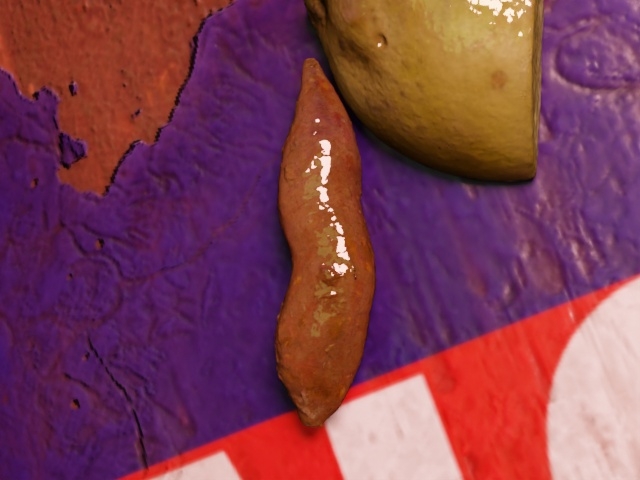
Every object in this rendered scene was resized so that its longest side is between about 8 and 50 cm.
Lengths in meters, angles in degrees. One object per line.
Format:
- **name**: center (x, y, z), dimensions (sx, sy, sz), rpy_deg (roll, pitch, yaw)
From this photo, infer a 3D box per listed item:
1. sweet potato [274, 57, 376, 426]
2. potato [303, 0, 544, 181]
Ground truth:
- **sweet potato**: center (0.003, 0.000, 0.630), dimensions (0.065, 0.051, 0.219), rpy_deg (-1, 87, 36)
- **potato**: center (0.050, -0.096, 0.603), dimensions (0.149, 0.081, 0.120), rpy_deg (-1, 85, 21)
